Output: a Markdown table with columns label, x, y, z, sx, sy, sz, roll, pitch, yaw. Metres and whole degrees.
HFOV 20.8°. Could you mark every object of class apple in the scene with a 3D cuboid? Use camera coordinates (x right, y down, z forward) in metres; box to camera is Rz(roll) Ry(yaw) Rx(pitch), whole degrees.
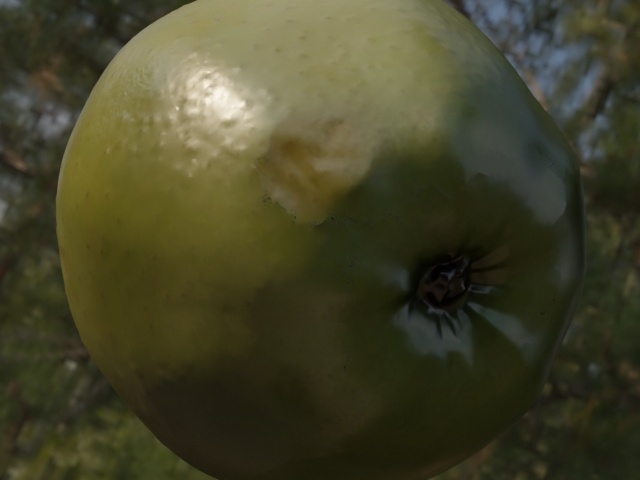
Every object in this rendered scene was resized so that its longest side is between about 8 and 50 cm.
| label | x | y | z | sx | sy | sz | roll | pitch | yaw |
| --- | --- | --- | --- | --- | --- | --- | --- | --- | --- |
| apple | 0.000 | 0.000 | 1.136 | 0.357 | 0.357 | 0.357 | 18 | -27 | 9 |
